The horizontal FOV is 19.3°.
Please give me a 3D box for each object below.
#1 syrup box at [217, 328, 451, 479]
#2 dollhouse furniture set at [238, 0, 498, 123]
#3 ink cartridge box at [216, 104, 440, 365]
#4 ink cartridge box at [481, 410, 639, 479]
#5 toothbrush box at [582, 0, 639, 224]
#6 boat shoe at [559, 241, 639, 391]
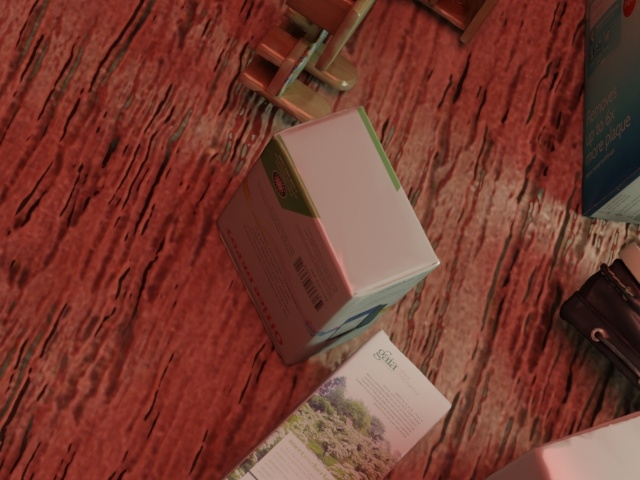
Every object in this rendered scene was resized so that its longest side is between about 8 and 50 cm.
[{"bbox_3d":[-0.002,0.187,1.588,0.093,0.096,0.237,47,49,2],"label":"syrup box"},{"bbox_3d":[0.073,-0.225,1.721,0.161,0.212,0.242,34,39,-1],"label":"dollhouse furniture set"},{"bbox_3d":[0.000,0.000,1.620,0.093,0.212,0.154,-21,78,-24],"label":"ink cartridge box"},{"bbox_3d":[0.245,0.321,1.572,0.131,0.226,0.306,-16,76,-21],"label":"ink cartridge box"},{"bbox_3d":[0.346,-0.183,1.777,0.126,0.216,0.295,10,70,-13],"label":"toothbrush box"},{"bbox_3d":[0.334,0.172,1.714,0.113,0.127,0.340,-32,90,7],"label":"boat shoe"}]
